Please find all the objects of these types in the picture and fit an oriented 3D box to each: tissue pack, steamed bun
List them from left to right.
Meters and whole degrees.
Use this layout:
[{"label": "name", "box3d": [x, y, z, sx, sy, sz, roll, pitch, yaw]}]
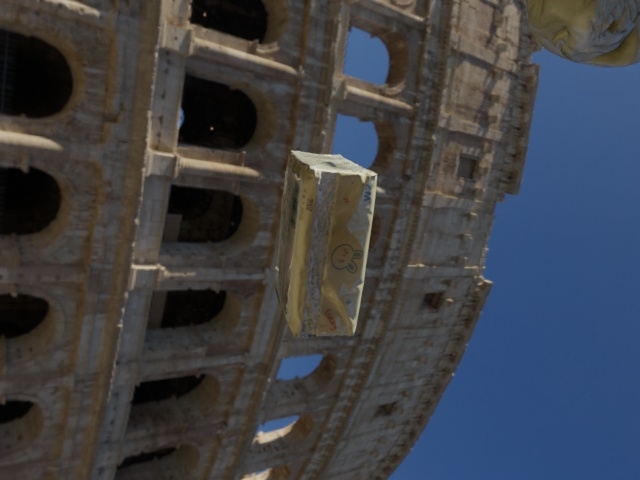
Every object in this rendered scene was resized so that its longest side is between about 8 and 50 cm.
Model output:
[{"label": "tissue pack", "box3d": [0.000, 0.000, 0.608, 0.148, 0.092, 0.197, -127, -137, -68]}, {"label": "steamed bun", "box3d": [0.501, -0.492, 0.879, 0.237, 0.393, 0.347, 45, -19, 38]}]
